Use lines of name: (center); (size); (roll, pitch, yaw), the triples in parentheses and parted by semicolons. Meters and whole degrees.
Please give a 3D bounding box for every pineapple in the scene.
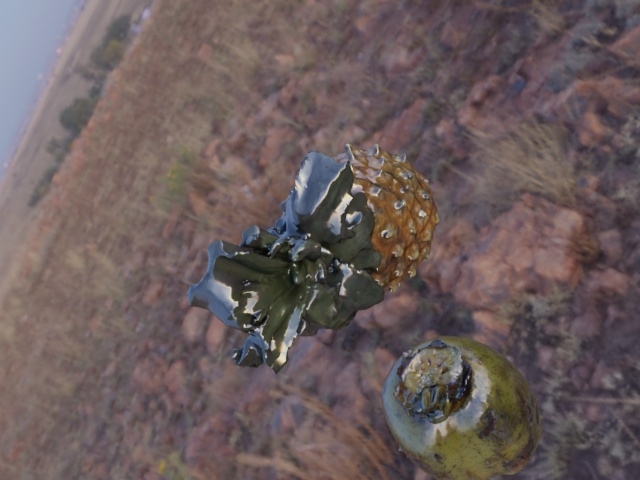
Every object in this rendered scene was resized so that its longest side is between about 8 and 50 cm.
pineapple: (0.000, 0.000, 0.786); (0.310, 0.141, 0.170); (-33, -41, -61)

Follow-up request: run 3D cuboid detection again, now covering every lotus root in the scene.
lotus root: (0.138, 0.167, 0.944); (0.154, 0.278, 0.154); (-11, 62, 21)
